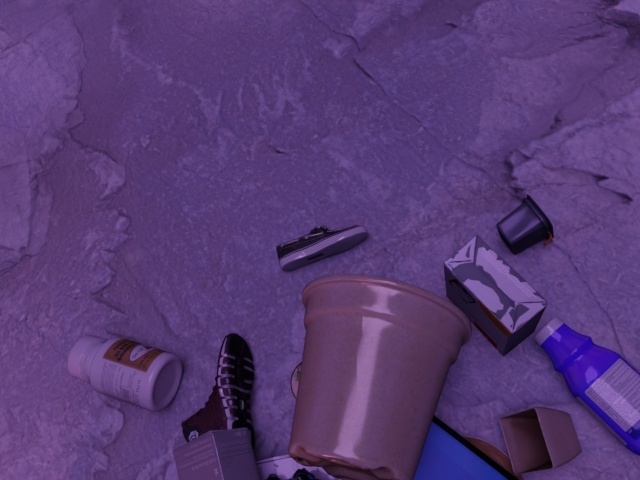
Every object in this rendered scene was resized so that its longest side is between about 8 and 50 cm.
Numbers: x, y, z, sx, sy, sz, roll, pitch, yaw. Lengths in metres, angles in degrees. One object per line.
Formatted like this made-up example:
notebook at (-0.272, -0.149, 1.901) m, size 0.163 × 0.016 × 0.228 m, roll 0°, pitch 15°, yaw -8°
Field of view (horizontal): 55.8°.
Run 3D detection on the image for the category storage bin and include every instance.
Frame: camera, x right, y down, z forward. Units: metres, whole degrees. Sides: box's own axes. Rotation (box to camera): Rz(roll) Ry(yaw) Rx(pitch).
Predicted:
storage bin at (0.435, -0.020, 1.286) m, size 0.091 × 0.135 × 0.098 m, roll -36°, pitch 65°, yaw 10°

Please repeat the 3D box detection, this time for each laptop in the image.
laptop at (0.190, 0.476, 1.077) m, size 0.265 × 0.136 × 0.234 m, roll -15°, pitch 32°, yaw -38°

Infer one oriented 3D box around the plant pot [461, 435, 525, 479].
plant pot at (0.280, 0.501, 1.167) m, size 0.237 × 0.032 × 0.236 m, roll -5°, pitch 68°, yaw 12°

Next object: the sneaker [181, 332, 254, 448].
sneaker at (-0.235, 0.347, 1.314) m, size 0.163 × 0.106 × 0.281 m, roll -21°, pitch 53°, yaw 23°

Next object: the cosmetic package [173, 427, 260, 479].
cosmetic package at (-0.179, 0.485, 1.125) m, size 0.127 × 0.107 × 0.237 m, roll -34°, pitch 61°, yaw 29°

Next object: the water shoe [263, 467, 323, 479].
water shoe at (-0.023, 0.460, 1.105) m, size 0.203 × 0.073 × 0.080 m, roll -17°, pitch 89°, yaw 23°

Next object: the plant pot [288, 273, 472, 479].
plant pot at (0.088, 0.274, 1.110) m, size 0.334 × 0.333 × 0.305 m, roll 8°, pitch 62°, yaw 16°

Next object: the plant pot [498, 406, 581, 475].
plant pot at (0.421, 0.373, 1.139) m, size 0.096 × 0.109 × 0.109 m, roll 0°, pitch 65°, yaw -25°

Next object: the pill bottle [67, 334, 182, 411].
pill bottle at (-0.443, 0.290, 1.363) m, size 0.230 × 0.131 × 0.131 m, roll 13°, pitch 73°, yaw 17°

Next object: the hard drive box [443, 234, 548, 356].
hard drive box at (0.338, 0.115, 1.193) m, size 0.089 × 0.232 × 0.181 m, roll -40°, pitch 65°, yaw -3°

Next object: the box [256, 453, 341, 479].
box at (-0.073, 0.520, 1.212) m, size 0.290 × 0.087 × 0.169 m, roll -16°, pitch 67°, yaw 7°

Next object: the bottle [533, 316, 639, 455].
bottle at (0.540, 0.270, 1.162) m, size 0.118 × 0.092 × 0.283 m, roll -40°, pitch 66°, yaw -8°

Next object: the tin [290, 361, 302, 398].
tin at (0.015, 0.337, 1.291) m, size 0.106 × 0.040 × 0.189 m, roll -39°, pitch 66°, yaw -8°

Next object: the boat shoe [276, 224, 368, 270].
boat shoe at (0.000, 0.000, 1.402) m, size 0.220 × 0.078 × 0.070 m, roll -20°, pitch 67°, yaw 7°
